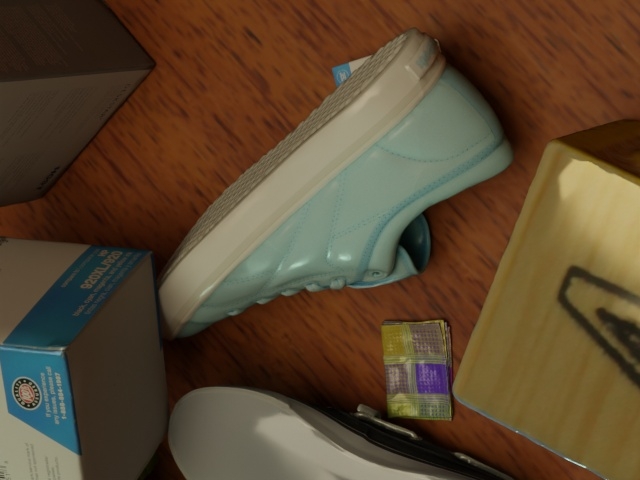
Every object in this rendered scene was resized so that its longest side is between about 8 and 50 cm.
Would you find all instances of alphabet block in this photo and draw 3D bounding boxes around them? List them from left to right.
[{"bbox_3d":[0.234,0.046,1.169,0.193,0.192,0.197,26,108,19],"label":"alphabet block"}]

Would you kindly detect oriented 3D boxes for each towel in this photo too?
[{"bbox_3d":[0.077,0.104,1.358,0.060,0.009,0.083,0,98,26],"label":"towel"}]

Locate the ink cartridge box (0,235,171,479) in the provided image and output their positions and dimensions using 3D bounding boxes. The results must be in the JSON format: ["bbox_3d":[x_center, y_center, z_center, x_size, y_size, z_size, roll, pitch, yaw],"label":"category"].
[{"bbox_3d":[-0.258,0.105,1.298,0.233,0.168,0.171,5,118,16],"label":"ink cartridge box"}]

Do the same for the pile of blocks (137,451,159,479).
[{"bbox_3d":[-0.152,0.268,1.428,0.113,0.149,0.362,-25,72,14],"label":"pile of blocks"}]

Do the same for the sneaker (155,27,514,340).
[{"bbox_3d":[0.000,0.000,1.317,0.150,0.135,0.366,43,128,-9],"label":"sneaker"}]

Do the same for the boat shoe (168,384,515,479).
[{"bbox_3d":[0.031,0.184,1.343,0.306,0.105,0.113,12,100,18],"label":"boat shoe"}]

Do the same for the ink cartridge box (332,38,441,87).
[{"bbox_3d":[0.056,-0.124,1.321,0.083,0.028,0.048,-15,92,28],"label":"ink cartridge box"}]

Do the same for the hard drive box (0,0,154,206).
[{"bbox_3d":[-0.272,-0.107,1.376,0.181,0.232,0.089,-45,77,25],"label":"hard drive box"}]
